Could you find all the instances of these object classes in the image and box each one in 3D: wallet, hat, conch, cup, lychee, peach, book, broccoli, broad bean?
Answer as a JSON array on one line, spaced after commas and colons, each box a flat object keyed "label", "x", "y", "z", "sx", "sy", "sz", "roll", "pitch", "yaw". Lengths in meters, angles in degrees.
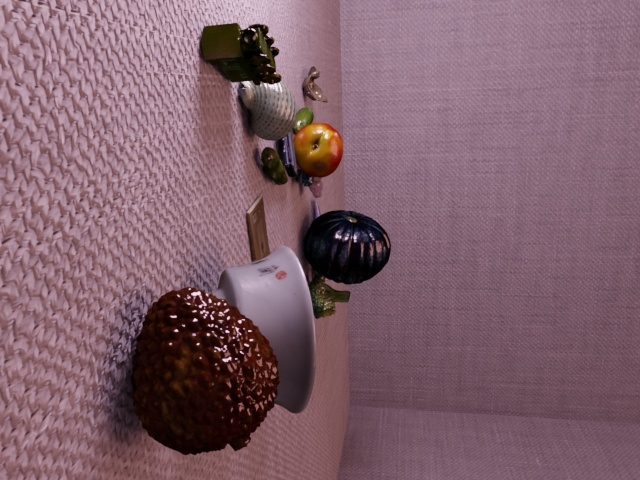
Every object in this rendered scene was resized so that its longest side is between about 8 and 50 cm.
[{"label": "wallet", "x": -0.106, "y": -0.325, "z": 1.700, "sx": 0.167, "sy": 0.036, "sz": 0.222, "roll": 63, "pitch": 22, "yaw": -85}, {"label": "hat", "x": -0.038, "y": -0.644, "z": 2.144, "sx": 0.175, "sy": 0.085, "sz": 0.147, "roll": -115, "pitch": -176, "yaw": -54}, {"label": "conch", "x": -0.130, "y": -0.361, "z": 1.364, "sx": 0.200, "sy": 0.131, "sz": 0.172, "roll": 67, "pitch": 26, "yaw": -69}, {"label": "cup", "x": -0.141, "y": 0.188, "z": 1.058, "sx": 0.347, "sy": 0.163, "sz": 0.347, "roll": 177, "pitch": -90, "yaw": -70}, {"label": "lychee", "x": -0.186, "y": 0.206, "z": 0.814, "sx": 0.236, "sy": 0.236, "sz": 0.271, "roll": 32, "pitch": 34, "yaw": -79}, {"label": "peach", "x": -0.008, "y": -0.321, "z": 1.829, "sx": 0.192, "sy": 0.190, "sz": 0.190, "roll": -67, "pitch": 158, "yaw": -89}, {"label": "book", "x": -0.175, "y": -0.014, "z": 1.463, "sx": 0.138, "sy": 0.016, "sz": 0.198, "roll": -71, "pitch": 159, "yaw": -63}, {"label": "broccoli", "x": 0.035, "y": 0.241, "z": 2.207, "sx": 0.219, "sy": 0.194, "sz": 0.194, "roll": -84, "pitch": 171, "yaw": -66}, {"label": "broad bean", "x": -0.140, "y": -0.224, "z": 1.573, "sx": 0.318, "sy": 0.056, "sz": 0.098, "roll": -42, "pitch": 115, "yaw": -88}]

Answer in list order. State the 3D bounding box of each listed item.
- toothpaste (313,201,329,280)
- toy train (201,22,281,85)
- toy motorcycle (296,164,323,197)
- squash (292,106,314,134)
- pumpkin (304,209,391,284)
[{"label": "toothpaste", "x": 0.000, "y": 0.000, "z": 2.351, "sx": 0.125, "sy": 0.080, "sz": 0.371, "roll": -34, "pitch": 121, "yaw": -87}, {"label": "toy train", "x": -0.167, "y": -0.408, "z": 1.145, "sx": 0.225, "sy": 0.137, "sz": 0.090, "roll": 16, "pitch": 70, "yaw": -84}, {"label": "toy motorcycle", "x": -0.045, "y": -0.249, "z": 1.986, "sx": 0.239, "sy": 0.108, "sz": 0.204, "roll": 52, "pitch": 26, "yaw": -32}, {"label": "squash", "x": -0.067, "y": -0.449, "z": 1.926, "sx": 0.219, "sy": 0.068, "sz": 0.077, "roll": -73, "pitch": 178, "yaw": -62}, {"label": "pumpkin", "x": 0.114, "y": 0.025, "z": 2.158, "sx": 0.363, "sy": 0.363, "sz": 0.266, "roll": -65, "pitch": 166, "yaw": -68}]
